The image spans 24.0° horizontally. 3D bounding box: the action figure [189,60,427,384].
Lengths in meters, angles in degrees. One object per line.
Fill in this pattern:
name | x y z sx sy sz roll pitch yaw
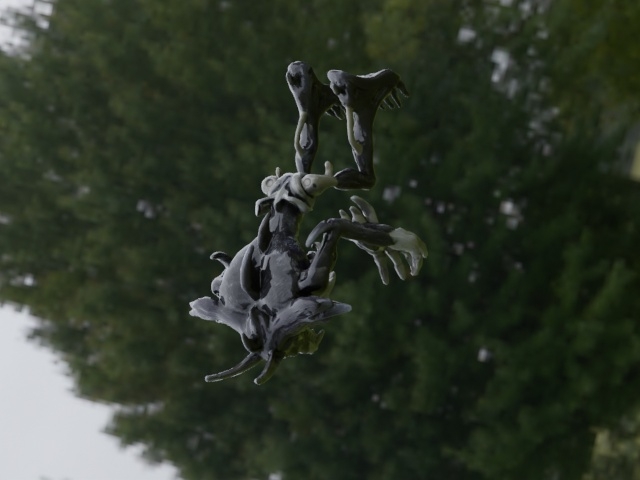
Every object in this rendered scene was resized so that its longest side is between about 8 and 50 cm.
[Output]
action figure | 0.000 0.000 1.176 0.141 0.164 0.275 33 -116 -38
